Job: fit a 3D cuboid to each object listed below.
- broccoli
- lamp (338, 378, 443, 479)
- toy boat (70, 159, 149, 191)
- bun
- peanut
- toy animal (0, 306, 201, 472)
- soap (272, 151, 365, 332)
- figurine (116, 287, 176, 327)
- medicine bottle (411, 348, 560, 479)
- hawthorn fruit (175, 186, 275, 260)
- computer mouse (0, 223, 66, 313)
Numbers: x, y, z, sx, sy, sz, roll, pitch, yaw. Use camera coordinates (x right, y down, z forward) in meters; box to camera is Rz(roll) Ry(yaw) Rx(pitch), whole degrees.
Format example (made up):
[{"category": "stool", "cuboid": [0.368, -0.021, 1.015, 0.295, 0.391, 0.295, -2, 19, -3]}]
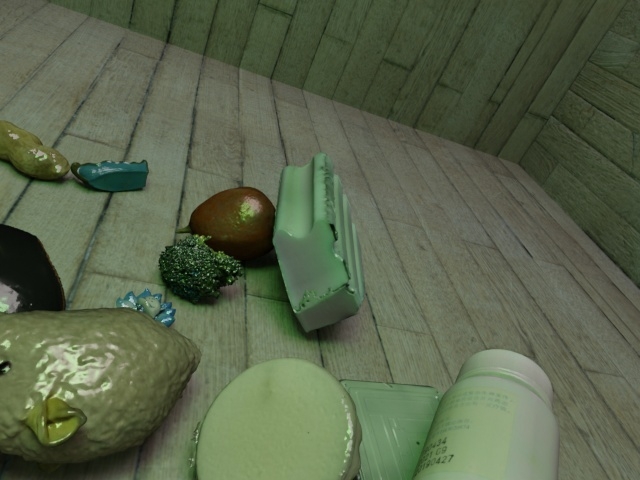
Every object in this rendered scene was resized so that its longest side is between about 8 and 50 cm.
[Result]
[{"category": "broccoli", "cuboid": [-0.263, 0.060, 1.098, 0.154, 0.167, 0.160, 61, 4, -2]}, {"category": "lamp", "cuboid": [0.164, 0.394, 0.954, 0.269, 0.047, 0.266, 11, 37, -24]}, {"category": "toy boat", "cuboid": [-0.539, -0.176, 1.282, 0.185, 0.075, 0.077, -12, 49, -39]}, {"category": "bun", "cuboid": [-0.047, 0.330, 0.780, 0.263, 0.263, 0.175, 59, 0, 42]}, {"category": "peanut", "cuboid": [-0.715, -0.217, 1.209, 0.228, 0.086, 0.104, 33, 29, 9]}, {"category": "toy animal", "cuboid": [-0.338, 0.211, 0.736, 0.358, 0.188, 0.226, 1, 49, -36]}, {"category": "soap", "cuboid": [0.000, 0.000, 1.217, 0.156, 0.261, 0.446, -18, 33, 10]}, {"category": "figurine", "cuboid": [-0.327, 0.136, 0.959, 0.114, 0.079, 0.114, 14, 29, -8]}, {"category": "medicine bottle", "cuboid": [0.289, 0.365, 0.846, 0.213, 0.213, 0.378, 33, 34, 12]}, {"category": "hawthorn fruit", "cuboid": [-0.227, -0.040, 1.220, 0.251, 0.199, 0.199, -5, 39, -12]}, {"category": "computer mouse", "cuboid": [-0.564, 0.061, 0.872, 0.183, 0.116, 0.323, -4, 40, -47]}]
